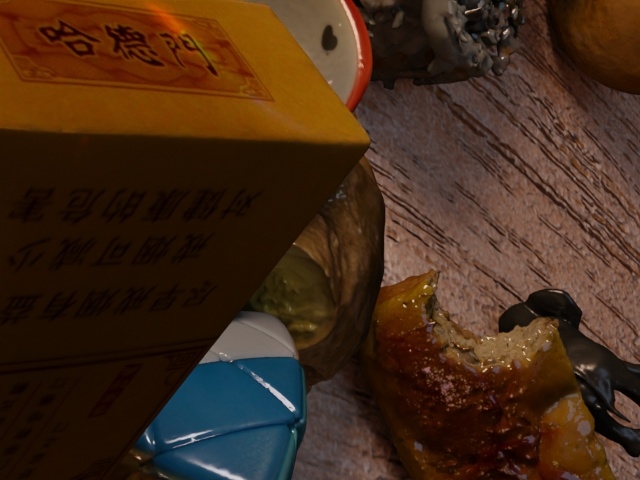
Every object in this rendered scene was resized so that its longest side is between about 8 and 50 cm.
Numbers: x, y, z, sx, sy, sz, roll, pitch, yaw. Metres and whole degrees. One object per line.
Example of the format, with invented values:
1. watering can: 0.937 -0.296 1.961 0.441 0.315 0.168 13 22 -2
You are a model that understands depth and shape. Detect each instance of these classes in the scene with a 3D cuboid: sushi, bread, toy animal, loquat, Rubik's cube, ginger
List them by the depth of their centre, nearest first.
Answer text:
1. Rubik's cube: -0.084 0.160 0.959 0.254 0.254 0.255 16 69 -47
2. ginger: 0.000 0.000 1.135 0.270 0.123 0.219 -63 151 -49
3. bread: 0.173 0.194 1.239 0.380 0.185 0.109 65 16 -14
4. sushi: 0.085 -0.335 1.285 0.417 0.175 0.418 27 57 -51
5. toy animal: 0.262 0.126 1.371 0.146 0.245 0.115 33 84 -13
6. loquat: 0.388 -0.302 1.561 0.263 0.263 0.263 16 69 -47

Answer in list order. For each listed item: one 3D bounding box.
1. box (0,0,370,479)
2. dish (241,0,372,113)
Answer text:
1. box: -0.195 0.057 0.677 0.264 0.415 0.116 -4 50 -50
2. dish: -0.097 -0.130 1.020 0.256 0.117 0.256 12 59 -21
